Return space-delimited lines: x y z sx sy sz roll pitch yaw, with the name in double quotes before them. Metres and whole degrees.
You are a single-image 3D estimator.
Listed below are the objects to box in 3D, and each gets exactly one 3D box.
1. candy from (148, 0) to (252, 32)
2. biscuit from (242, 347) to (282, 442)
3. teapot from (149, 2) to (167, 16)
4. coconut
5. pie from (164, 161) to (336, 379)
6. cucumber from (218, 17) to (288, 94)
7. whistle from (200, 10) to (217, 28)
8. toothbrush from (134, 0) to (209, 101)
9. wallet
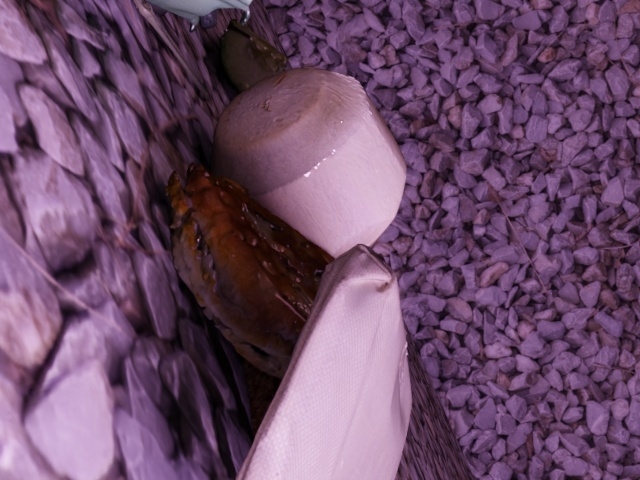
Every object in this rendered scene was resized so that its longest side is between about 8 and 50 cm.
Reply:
"candy" -0.196 -0.385 0.822 0.262 0.172 0.398 25 32 -27
"biscuit" -0.041 0.177 0.723 0.064 0.034 0.199 55 13 -39
"teapot" -0.192 -0.405 1.027 0.239 0.149 0.162 -106 170 -49
"coconut" -0.007 -0.082 0.995 0.237 0.237 0.266 -104 169 -52
"pie" -0.046 0.042 0.779 0.308 0.085 0.308 45 15 -15
"cucumber" -0.128 -0.336 1.441 0.145 0.105 0.325 37 13 -8
"whistle" -0.207 -0.491 1.346 0.123 0.122 0.223 -75 155 -78
"toothbrush" -0.212 -0.283 0.997 0.294 0.028 0.026 64 8 -54
"wallet" 0.011 0.160 0.602 0.275 0.068 0.335 -64 153 -29
